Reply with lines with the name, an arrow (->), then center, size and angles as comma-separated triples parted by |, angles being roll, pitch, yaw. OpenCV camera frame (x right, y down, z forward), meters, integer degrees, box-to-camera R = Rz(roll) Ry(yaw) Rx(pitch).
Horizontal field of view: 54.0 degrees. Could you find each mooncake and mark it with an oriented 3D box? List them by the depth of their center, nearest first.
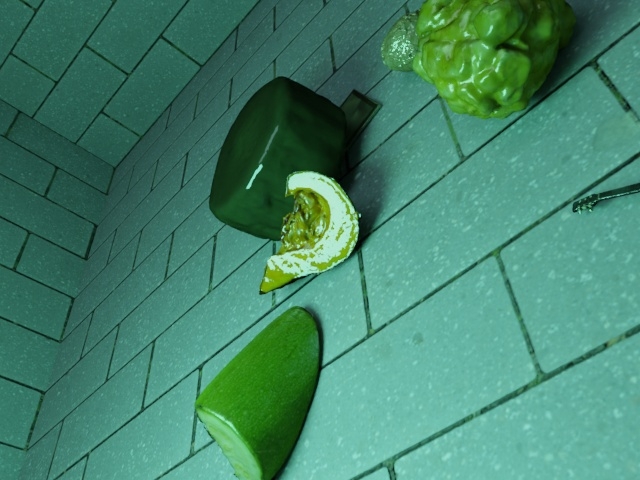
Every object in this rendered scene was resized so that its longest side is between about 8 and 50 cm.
mooncake -> -0.096, -0.176, 1.403 | 0.356, 0.194, 0.356 | -44, 31, 36

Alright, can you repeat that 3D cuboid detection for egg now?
egg -> 0.189, -0.412, 1.306 | 0.140, 0.116, 0.118 | -34, 65, 35

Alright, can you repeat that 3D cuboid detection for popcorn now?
popcorn -> 0.262, -0.315, 0.995 | 0.250, 0.235, 0.242 | -59, -1, -44

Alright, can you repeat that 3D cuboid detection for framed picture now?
framed picture -> 0.039, -0.245, 1.470 | 0.231, 0.010, 0.173 | -51, 30, 10

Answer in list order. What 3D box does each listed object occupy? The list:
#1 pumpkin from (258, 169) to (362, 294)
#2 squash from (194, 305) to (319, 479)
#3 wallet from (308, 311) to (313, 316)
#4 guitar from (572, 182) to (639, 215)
pumpkin -> 0.001, 0.002, 1.221 | 0.111, 0.163, 0.278 | -25, -45, -63
squash -> -0.058, 0.264, 1.091 | 0.111, 0.203, 0.288 | -19, 14, 45
wallet -> -0.039, 0.175, 1.178 | 0.083, 0.011, 0.044 | -48, 30, 16
guitar -> 0.405, -0.063, 0.738 | 0.233, 0.025, 0.088 | -17, 48, 50
